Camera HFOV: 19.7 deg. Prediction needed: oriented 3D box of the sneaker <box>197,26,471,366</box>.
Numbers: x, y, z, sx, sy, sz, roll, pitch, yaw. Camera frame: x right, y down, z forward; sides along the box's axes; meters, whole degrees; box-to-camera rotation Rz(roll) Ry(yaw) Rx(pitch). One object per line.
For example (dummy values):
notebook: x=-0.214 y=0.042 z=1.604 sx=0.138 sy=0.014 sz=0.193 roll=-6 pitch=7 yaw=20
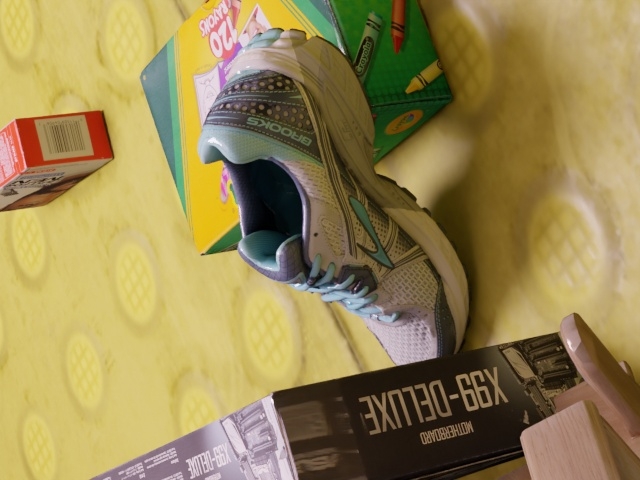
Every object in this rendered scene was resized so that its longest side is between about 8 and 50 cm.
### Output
sneaker: x=0.000 y=0.000 z=1.269 sx=0.110 sy=0.122 sz=0.283 roll=-5 pitch=127 yaw=43

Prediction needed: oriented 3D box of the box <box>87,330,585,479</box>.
box: x=0.004 y=0.151 z=1.279 sx=0.307 sy=0.242 sz=0.076 roll=-30 pitch=73 yaw=54

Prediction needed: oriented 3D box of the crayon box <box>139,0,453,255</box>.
crayon box: x=-0.027 y=-0.117 z=1.399 sx=0.278 sy=0.081 sz=0.165 roll=-39 pitch=66 yaw=52

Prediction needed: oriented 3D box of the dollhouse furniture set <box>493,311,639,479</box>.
dollhouse furniture set: x=0.049 y=0.242 z=1.059 sx=0.355 sy=0.174 sz=0.303 roll=-29 pitch=40 yaw=17

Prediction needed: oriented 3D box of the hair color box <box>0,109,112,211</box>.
hair color box: x=-0.279 y=-0.073 z=1.776 sx=0.167 sy=0.093 sz=0.053 roll=-25 pitch=77 yaw=56
